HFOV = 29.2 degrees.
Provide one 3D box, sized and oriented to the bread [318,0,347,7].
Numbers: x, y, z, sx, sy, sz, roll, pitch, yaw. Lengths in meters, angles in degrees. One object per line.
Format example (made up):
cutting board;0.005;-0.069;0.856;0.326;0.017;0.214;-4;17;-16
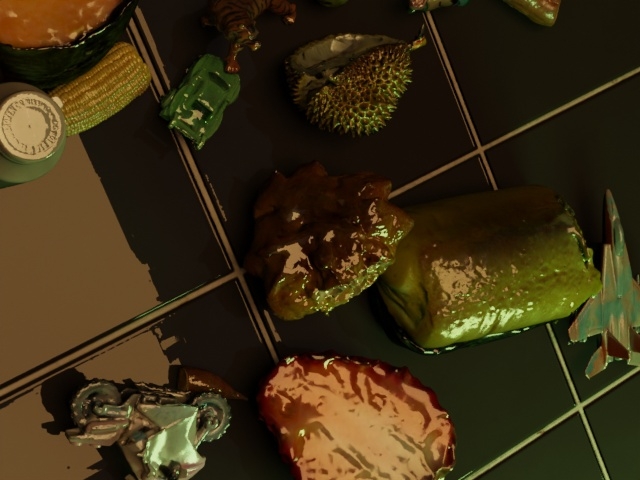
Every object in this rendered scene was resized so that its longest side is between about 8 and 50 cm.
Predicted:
bread;0.023;-0.436;1.938;0.071;0.130;0.139;14;71;17

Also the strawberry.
strawberry;0.043;0.299;1.919;0.336;0.149;0.265;38;79;-11

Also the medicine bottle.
medicine bottle;-0.413;-0.142;1.645;0.135;0.215;0.135;1;88;-28

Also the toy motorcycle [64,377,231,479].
toy motorcycle;-0.256;0.306;1.771;0.239;0.108;0.204;13;96;-12

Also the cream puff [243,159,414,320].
cream puff;0.000;0.000;1.870;0.241;0.155;0.269;22;72;18

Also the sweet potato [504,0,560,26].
sweet potato;0.332;-0.459;2.106;0.252;0.097;0.097;34;74;-24

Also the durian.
durian;0.066;-0.246;1.927;0.237;0.193;0.137;-20;118;-11

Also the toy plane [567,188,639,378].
toy plane;0.513;0.074;2.180;0.223;0.104;0.326;-7;88;-28

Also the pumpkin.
pumpkin;-0.371;-0.362;1.668;0.256;0.225;0.303;35;75;-17

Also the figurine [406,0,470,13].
figurine;0.168;-0.436;2.022;0.178;0.114;0.144;37;80;-9

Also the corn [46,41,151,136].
corn;-0.325;-0.217;1.778;0.165;0.063;0.085;-37;114;-21

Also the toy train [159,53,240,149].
toy train;-0.177;-0.208;1.844;0.099;0.081;0.149;39;73;-20

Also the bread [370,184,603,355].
bread;0.262;0.046;2.004;0.377;0.208;0.251;-9;88;-23

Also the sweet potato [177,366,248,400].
sweet potato;-0.162;0.224;1.857;0.117;0.049;0.049;20;80;-22

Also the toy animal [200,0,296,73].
toy animal;-0.092;-0.366;1.868;0.114;0.116;0.255;43;51;-4
